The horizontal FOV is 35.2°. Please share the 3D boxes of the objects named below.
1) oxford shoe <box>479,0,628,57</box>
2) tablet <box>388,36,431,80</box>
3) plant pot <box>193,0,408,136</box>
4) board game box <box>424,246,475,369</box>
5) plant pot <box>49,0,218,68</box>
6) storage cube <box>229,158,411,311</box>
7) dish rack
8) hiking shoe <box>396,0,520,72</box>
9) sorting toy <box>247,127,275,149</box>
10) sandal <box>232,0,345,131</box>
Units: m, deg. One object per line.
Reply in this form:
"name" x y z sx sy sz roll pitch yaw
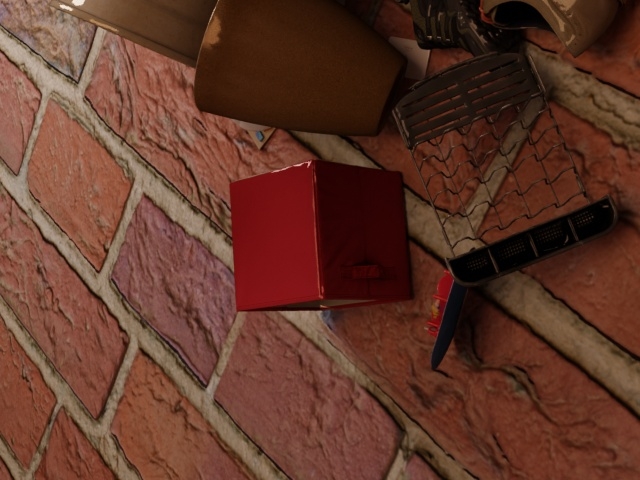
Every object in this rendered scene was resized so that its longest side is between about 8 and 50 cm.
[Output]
"oxford shoe" 0.220 -0.343 1.260 0.348 0.123 0.130 40 100 39
"tablet" 0.124 -0.263 1.458 0.083 0.006 0.054 22 104 44
"plant pot" -0.015 -0.248 1.430 0.254 0.237 0.237 23 109 8
"board game box" 0.160 0.085 1.321 0.033 0.133 0.168 18 104 17
"plant pot" -0.222 -0.451 1.629 0.334 0.334 0.305 28 98 43
"storage cube" 0.000 0.000 1.453 0.215 0.184 0.193 -12 79 46
"dish rack" 0.214 -0.097 1.233 0.208 0.074 0.271 -22 81 4
"hiking shoe" 0.184 -0.291 1.359 0.227 0.086 0.114 61 145 30
"sorting toy" -0.107 -0.201 1.688 0.062 0.012 0.083 -52 55 32
"sandal" -0.038 -0.279 1.585 0.102 0.076 0.265 37 95 17
